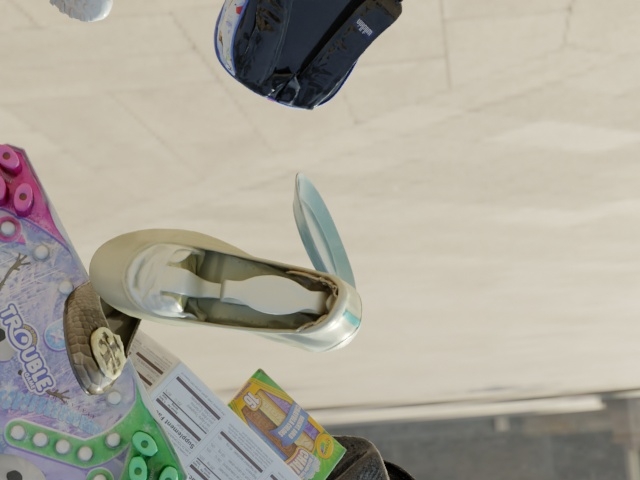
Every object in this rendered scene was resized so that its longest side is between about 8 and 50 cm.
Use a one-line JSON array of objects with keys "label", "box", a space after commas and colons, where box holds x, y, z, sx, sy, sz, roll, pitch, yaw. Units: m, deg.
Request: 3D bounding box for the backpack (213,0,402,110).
[{"label": "backpack", "box": [-0.046, -0.352, 2.255, 0.276, 0.263, 0.213, 24, -178, -22]}]

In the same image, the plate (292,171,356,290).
[{"label": "plate", "box": [0.000, 0.000, 1.855, 0.024, 0.188, 0.188, -22, 168, 11]}]

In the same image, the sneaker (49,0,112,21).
[{"label": "sneaker", "box": [-0.342, -0.380, 1.896, 0.094, 0.235, 0.090, -15, 142, -46]}]

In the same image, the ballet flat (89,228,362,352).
[{"label": "ballet flat", "box": [-0.087, 0.037, 1.177, 0.248, 0.086, 0.086, 9, 174, 12]}]

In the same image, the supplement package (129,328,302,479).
[{"label": "supplement package", "box": [-0.159, 0.245, 1.610, 0.262, 0.145, 0.204, 49, 168, -25]}]

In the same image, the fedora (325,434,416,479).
[{"label": "fedora", "box": [-0.008, 0.386, 2.044, 0.333, 0.153, 0.334, -8, -145, 6]}]

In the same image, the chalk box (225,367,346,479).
[{"label": "chalk box", "box": [-0.066, 0.307, 1.887, 0.132, 0.213, 0.132, -48, 177, 35]}]

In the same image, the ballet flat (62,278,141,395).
[{"label": "ballet flat", "box": [-0.187, 0.065, 1.294, 0.058, 0.084, 0.250, -13, -162, 6]}]

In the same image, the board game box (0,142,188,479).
[{"label": "board game box", "box": [-0.381, 0.154, 1.343, 0.390, 0.390, 0.050, -27, 177, -9]}]
